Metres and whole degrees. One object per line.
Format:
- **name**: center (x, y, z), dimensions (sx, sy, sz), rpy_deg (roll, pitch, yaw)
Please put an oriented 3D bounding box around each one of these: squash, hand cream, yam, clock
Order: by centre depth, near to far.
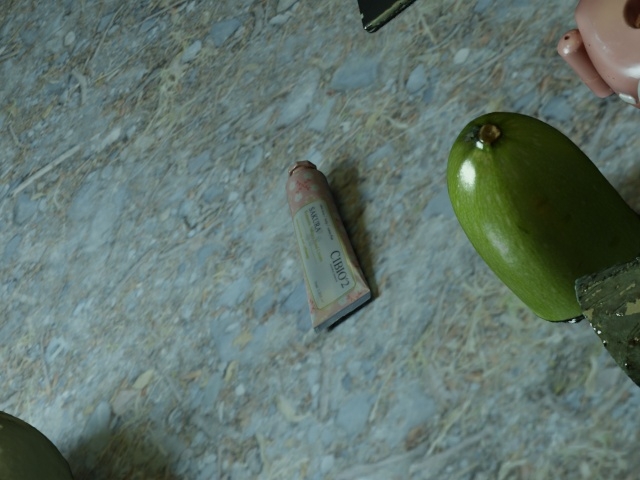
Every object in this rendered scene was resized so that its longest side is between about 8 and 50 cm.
- **yam**: center (0.272, 0.040, 1.005), dimensions (0.183, 0.107, 0.107), rpy_deg (-25, 40, 30)
- **squash**: center (0.163, -0.027, 1.127), dimensions (0.123, 0.186, 0.123), rpy_deg (-24, 45, 26)
- **clock**: center (0.294, -0.178, 1.203), dimensions (0.166, 0.092, 0.162), rpy_deg (-52, 36, -4)
- **hand cream**: center (0.000, 0.000, 1.419), dimensions (0.067, 0.043, 0.210), rpy_deg (-34, 42, 16)

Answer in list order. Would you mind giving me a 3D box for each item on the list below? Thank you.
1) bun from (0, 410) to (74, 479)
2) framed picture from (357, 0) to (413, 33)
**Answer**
- **bun**: center (-0.385, 0.313, 1.353), dimensions (0.362, 0.234, 0.326), rpy_deg (-51, 23, -15)
- **framed picture**: center (0.167, -0.400, 1.643), dimensions (0.338, 0.014, 0.255), rpy_deg (-35, 35, 20)
